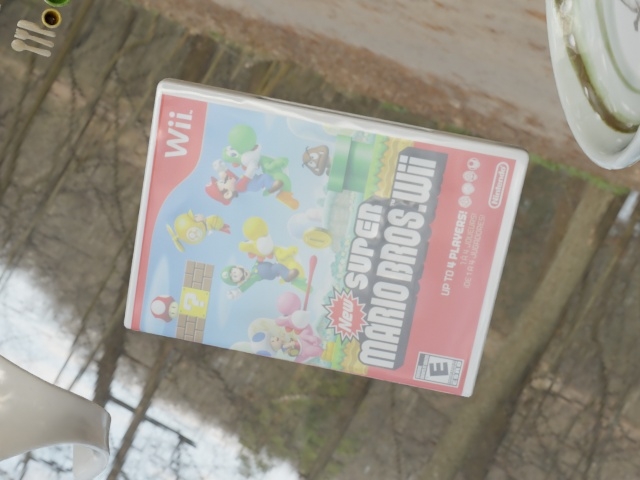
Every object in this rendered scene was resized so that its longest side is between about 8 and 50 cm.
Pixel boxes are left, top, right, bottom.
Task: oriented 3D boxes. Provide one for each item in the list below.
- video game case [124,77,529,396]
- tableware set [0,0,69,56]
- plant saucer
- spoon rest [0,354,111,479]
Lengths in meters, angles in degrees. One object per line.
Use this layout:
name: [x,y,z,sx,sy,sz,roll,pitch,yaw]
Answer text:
video game case: [0.000,0.000,0.804,0.285,0.204,0.025,11,-164,2]
tableware set: [-0.367,-0.279,1.177,0.154,0.104,0.024,16,177,-18]
plant saucer: [0.376,-0.289,1.246,0.101,0.400,0.400,-7,180,-4]
spoon rest: [-0.266,0.135,0.805,0.084,0.137,0.276,-22,149,31]
